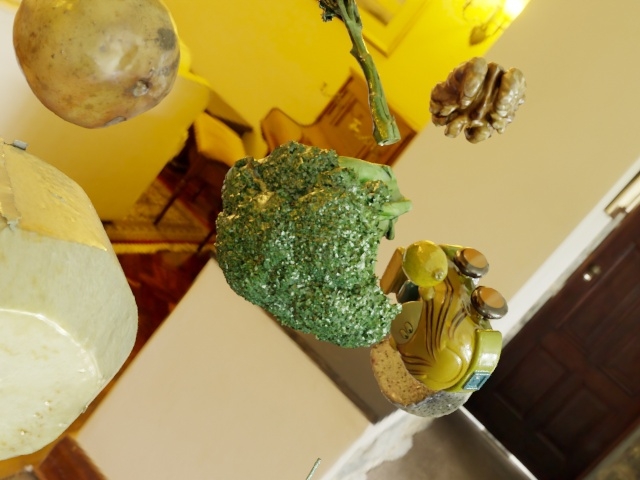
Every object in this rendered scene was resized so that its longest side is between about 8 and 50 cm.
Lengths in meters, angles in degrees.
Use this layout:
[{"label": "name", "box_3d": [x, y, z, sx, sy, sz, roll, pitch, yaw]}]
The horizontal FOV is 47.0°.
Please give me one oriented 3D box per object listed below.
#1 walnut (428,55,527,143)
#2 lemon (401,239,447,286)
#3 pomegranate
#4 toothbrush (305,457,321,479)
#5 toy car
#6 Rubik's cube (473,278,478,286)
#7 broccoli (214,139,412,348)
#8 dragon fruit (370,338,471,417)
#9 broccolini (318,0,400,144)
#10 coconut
[{"label": "walnut", "box_3d": [0.246, -0.214, 1.175, 0.142, 0.170, 0.069, 15, 59, -3]}, {"label": "lemon", "box_3d": [0.144, 0.033, 1.010, 0.062, 0.062, 0.083, 30, 7, -33]}, {"label": "pomegranate", "box_3d": [-0.374, -0.332, 1.242, 0.281, 0.281, 0.281, 37, 14, -10]}, {"label": "toothbrush", "box_3d": [-0.041, 0.548, 1.606, 0.011, 0.167, 0.014, 28, 2, -39]}, {"label": "toy car", "box_3d": [0.177, 0.117, 1.160, 0.142, 0.200, 0.248, 6, 41, -19]}, {"label": "Rubik's cube", "box_3d": [0.351, 0.085, 1.856, 0.111, 0.111, 0.093, 33, 8, -25]}, {"label": "broccoli", "box_3d": [0.000, 0.000, 0.996, 0.275, 0.308, 0.308, -23, 55, -30]}, {"label": "dragon fruit", "box_3d": [0.294, 0.345, 1.885, 0.204, 0.282, 0.221, 43, 29, -42]}, {"label": "broccolini", "box_3d": [0.036, -0.225, 0.866, 0.071, 0.057, 0.255, 49, 27, -65]}, {"label": "coconut", "box_3d": [-0.344, 0.055, 0.738, 0.323, 0.323, 0.323, 37, 14, -10]}]
